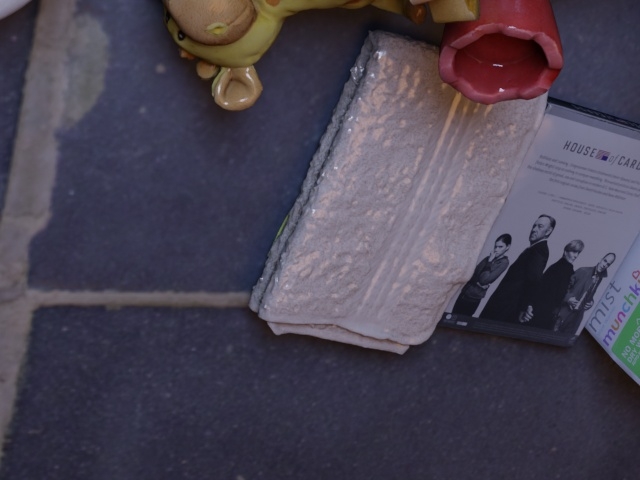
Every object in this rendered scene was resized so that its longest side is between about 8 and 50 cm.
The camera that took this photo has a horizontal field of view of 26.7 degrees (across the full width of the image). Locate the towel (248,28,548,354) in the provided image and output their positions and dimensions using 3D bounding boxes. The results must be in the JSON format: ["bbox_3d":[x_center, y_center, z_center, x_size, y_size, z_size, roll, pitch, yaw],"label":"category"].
[{"bbox_3d":[0.067,-0.032,1.160,0.187,0.049,0.282,12,111,-32],"label":"towel"}]

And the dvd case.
[{"bbox_3d":[0.222,-0.011,1.272,0.179,0.029,0.239,12,115,-31],"label":"dvd case"}]

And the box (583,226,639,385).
[{"bbox_3d":[0.425,0.019,1.331,0.231,0.127,0.262,11,117,-33],"label":"box"}]

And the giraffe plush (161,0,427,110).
[{"bbox_3d":[-0.046,-0.194,0.943,0.170,0.181,0.210,-32,146,11],"label":"giraffe plush"}]

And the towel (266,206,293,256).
[{"bbox_3d":[0.000,0.000,1.184,0.083,0.009,0.060,13,116,-32],"label":"towel"}]

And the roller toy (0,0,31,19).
[{"bbox_3d":[-0.246,-0.229,0.822,0.209,0.146,0.191,-1,121,-25],"label":"roller toy"}]

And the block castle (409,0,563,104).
[{"bbox_3d":[0.158,-0.262,0.758,0.303,0.213,0.453,-7,147,19],"label":"block castle"}]
